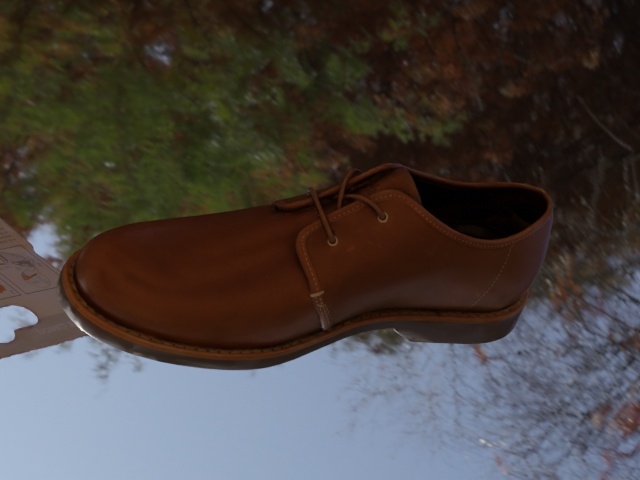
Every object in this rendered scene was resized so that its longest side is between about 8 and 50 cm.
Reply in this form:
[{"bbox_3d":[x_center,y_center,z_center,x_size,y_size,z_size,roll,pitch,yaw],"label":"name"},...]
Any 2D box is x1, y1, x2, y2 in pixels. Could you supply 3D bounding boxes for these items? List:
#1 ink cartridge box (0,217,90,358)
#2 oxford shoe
[{"bbox_3d":[-0.244,0.012,0.691,0.224,0.181,0.056,38,-67,19],"label":"ink cartridge box"},{"bbox_3d":[0.000,0.000,0.519,0.076,0.212,0.076,61,-36,37],"label":"oxford shoe"}]
